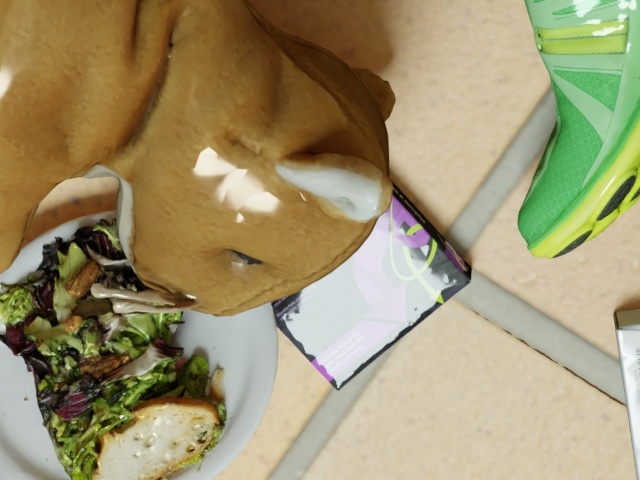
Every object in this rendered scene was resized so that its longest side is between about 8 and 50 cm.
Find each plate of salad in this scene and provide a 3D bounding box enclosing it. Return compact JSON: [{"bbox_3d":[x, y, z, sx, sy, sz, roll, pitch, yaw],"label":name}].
[{"bbox_3d":[-0.125,0.068,1.154,0.200,0.048,0.200,-3,66,7],"label":"plate of salad"}]

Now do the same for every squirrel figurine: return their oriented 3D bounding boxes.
[{"bbox_3d":[-0.101,-0.147,1.041,0.370,0.281,0.397,29,105,-5],"label":"squirrel figurine"}]

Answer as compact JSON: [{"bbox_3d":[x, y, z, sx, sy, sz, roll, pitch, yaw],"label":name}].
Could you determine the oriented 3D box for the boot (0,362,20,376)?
[{"bbox_3d":[-0.156,0.149,1.246,0.236,0.085,0.178,0,112,4],"label":"boot"}]

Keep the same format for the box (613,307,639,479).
[{"bbox_3d":[0.288,0.103,1.219,0.186,0.038,0.145,-9,107,8],"label":"box"}]

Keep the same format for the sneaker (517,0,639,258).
[{"bbox_3d":[0.173,-0.130,1.132,0.123,0.109,0.295,27,114,23],"label":"sneaker"}]

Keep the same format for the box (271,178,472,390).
[{"bbox_3d":[0.000,0.000,1.211,0.116,0.029,0.162,-41,99,15],"label":"box"}]
